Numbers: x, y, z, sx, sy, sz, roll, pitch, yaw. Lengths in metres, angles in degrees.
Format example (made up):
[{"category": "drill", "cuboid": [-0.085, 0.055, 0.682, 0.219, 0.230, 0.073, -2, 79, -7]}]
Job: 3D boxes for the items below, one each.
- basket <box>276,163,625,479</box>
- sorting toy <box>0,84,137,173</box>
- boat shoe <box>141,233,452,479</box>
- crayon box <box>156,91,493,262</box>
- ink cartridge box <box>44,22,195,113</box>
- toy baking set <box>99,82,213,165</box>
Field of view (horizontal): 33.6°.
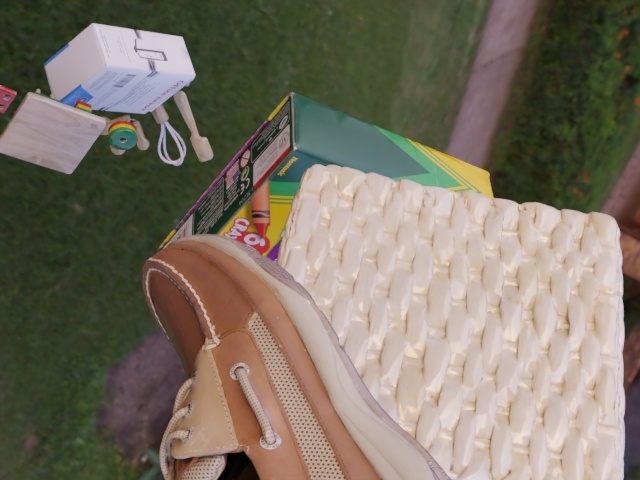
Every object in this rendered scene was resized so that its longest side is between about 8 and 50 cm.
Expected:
[{"category": "basket", "cuboid": [0.103, 0.140, 0.986, 0.266, 0.328, 0.331, 94, 8, -50]}, {"category": "sorting toy", "cuboid": [-0.440, -0.183, 1.693, 0.275, 0.046, 0.132, 17, 133, -33]}, {"category": "boat shoe", "cuboid": [-0.037, 0.110, 0.615, 0.116, 0.324, 0.123, -23, 134, -23]}, {"category": "crayon box", "cuboid": [0.000, 0.000, 1.414, 0.363, 0.313, 0.106, -45, -143, 40]}, {"category": "ink cartridge box", "cuboid": [-0.340, -0.289, 1.810, 0.148, 0.085, 0.203, -28, 165, 35]}, {"category": "toy baking set", "cuboid": [-0.316, -0.241, 1.993, 0.030, 0.256, 0.196, -68, 170, -61]}]
